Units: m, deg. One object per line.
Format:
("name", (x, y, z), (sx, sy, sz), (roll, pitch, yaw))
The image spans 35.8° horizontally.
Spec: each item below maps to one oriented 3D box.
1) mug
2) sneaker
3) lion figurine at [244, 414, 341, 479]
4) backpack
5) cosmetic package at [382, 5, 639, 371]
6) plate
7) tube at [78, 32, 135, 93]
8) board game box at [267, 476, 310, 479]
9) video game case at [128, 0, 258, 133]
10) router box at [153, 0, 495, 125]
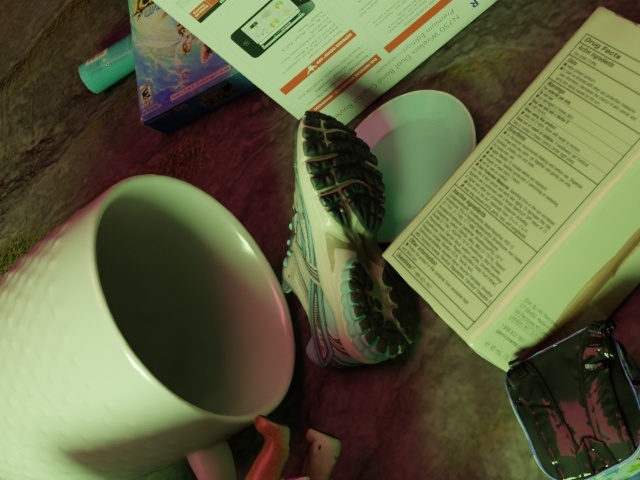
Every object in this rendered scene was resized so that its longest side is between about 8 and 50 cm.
("mug", (-0.216, 0.169, 1.055), (0.328, 0.276, 0.374), (-32, 79, 30))
("sneaker", (0.000, 0.000, 1.030), (0.122, 0.110, 0.283), (-30, 62, 40))
("lion figurine", (0.013, 0.302, 0.843), (0.392, 0.142, 0.240), (15, 83, 40))
("backpack", (0.218, 0.142, 0.797), (0.105, 0.084, 0.114), (-30, 51, 21))
("cosmetic package", (0.218, -0.034, 0.872), (0.296, 0.129, 0.153), (-49, 43, 8))
("plate", (0.092, -0.078, 1.083), (0.188, 0.024, 0.188), (-22, 52, 31))
("tube", (-0.276, -0.298, 1.519), (0.207, 0.052, 0.080), (-27, 55, 19))
("board game box", (-0.093, 0.356, 0.810), (0.318, 0.066, 0.318), (-13, 102, 34))
("video game case", (-0.147, -0.310, 1.364), (0.269, 0.061, 0.244), (-22, 66, 30))
("router box", (0.029, -0.303, 1.072), (0.335, 0.301, 0.082), (-38, 46, 17))
